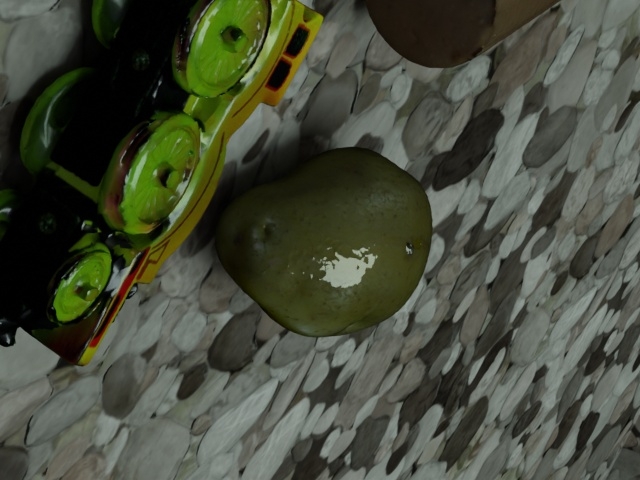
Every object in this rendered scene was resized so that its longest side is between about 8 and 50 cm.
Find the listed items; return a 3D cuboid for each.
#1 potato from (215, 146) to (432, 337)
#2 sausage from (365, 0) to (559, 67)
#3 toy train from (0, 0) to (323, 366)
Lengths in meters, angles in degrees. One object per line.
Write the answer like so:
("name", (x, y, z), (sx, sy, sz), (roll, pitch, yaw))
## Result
("potato", (0.000, 0.000, 1.388), (0.194, 0.157, 0.157), (3, 117, -48))
("sausage", (0.154, -0.236, 1.401), (0.253, 0.123, 0.123), (-35, 147, -42))
("toy train", (-0.116, -0.059, 1.125), (0.296, 0.100, 0.160), (-60, 158, 5))
